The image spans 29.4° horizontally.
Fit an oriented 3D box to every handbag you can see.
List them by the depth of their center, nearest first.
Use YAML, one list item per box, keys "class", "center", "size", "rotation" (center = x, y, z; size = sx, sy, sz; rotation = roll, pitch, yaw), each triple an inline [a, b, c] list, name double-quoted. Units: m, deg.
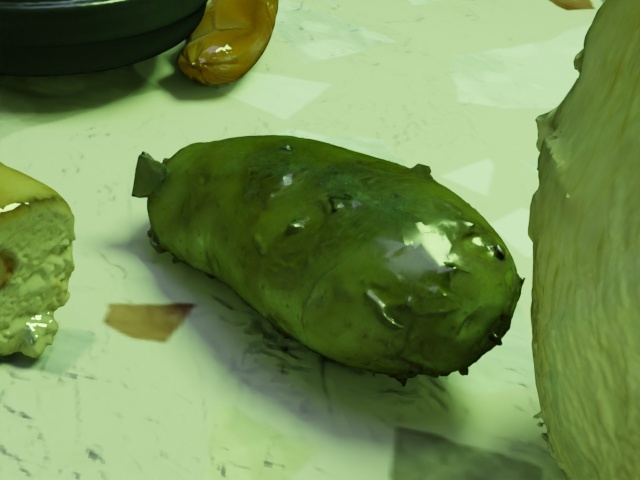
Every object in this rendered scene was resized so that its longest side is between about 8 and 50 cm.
- class: "handbag"
  center: [-0.223, -0.203, 0.847]
  size: [0.308, 0.093, 0.253]
  rotation: [11, 33, 13]

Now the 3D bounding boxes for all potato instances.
- class: "potato"
  center: [0.000, 0.000, 0.621]
  size: [0.226, 0.090, 0.117]
  rotation: [25, 38, 35]

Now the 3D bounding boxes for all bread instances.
- class: "bread"
  center: [-0.209, -0.004, 0.557]
  size: [0.173, 0.085, 0.134]
  rotation: [31, 32, 28]

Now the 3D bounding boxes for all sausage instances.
- class: "sausage"
  center: [-0.065, -0.157, 0.901]
  size: [0.062, 0.054, 0.183]
  rotation: [-16, 30, 14]

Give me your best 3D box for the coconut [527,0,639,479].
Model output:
- class: "coconut"
  center: [0.247, 0.012, 0.446]
  size: [0.346, 0.346, 0.360]
  rotation: [-26, 82, -47]
